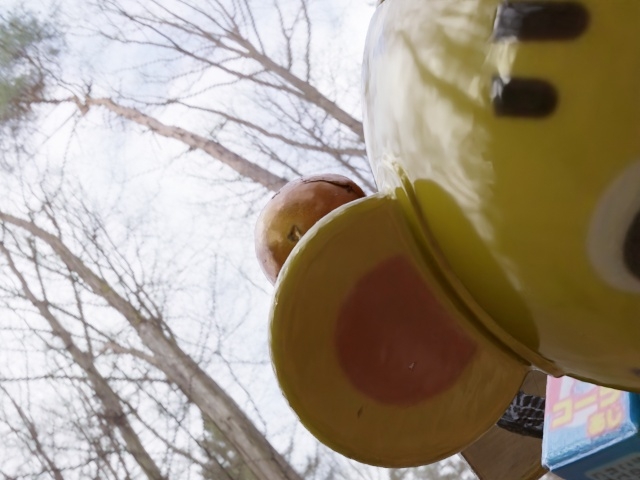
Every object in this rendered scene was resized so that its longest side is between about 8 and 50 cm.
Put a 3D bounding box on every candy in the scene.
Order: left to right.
[{"bbox_3d":[0.279,0.073,0.702,0.157,0.306,0.100,31,-43,-16],"label":"candy"}]

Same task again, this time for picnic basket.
[{"bbox_3d":[0.277,0.239,1.363,0.228,0.175,0.313,-38,-51,-3],"label":"picnic basket"}]

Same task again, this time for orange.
[{"bbox_3d":[0.000,0.000,1.513,0.240,0.240,0.240,-22,-50,-29],"label":"orange"}]

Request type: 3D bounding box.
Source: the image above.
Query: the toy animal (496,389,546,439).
[{"bbox_3d":[0.361,0.250,1.059,0.160,0.197,0.272,24,-35,-35],"label":"toy animal"}]

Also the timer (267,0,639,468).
[{"bbox_3d":[0.184,-0.040,0.465,0.376,0.376,0.387,17,-94,-46],"label":"timer"}]
